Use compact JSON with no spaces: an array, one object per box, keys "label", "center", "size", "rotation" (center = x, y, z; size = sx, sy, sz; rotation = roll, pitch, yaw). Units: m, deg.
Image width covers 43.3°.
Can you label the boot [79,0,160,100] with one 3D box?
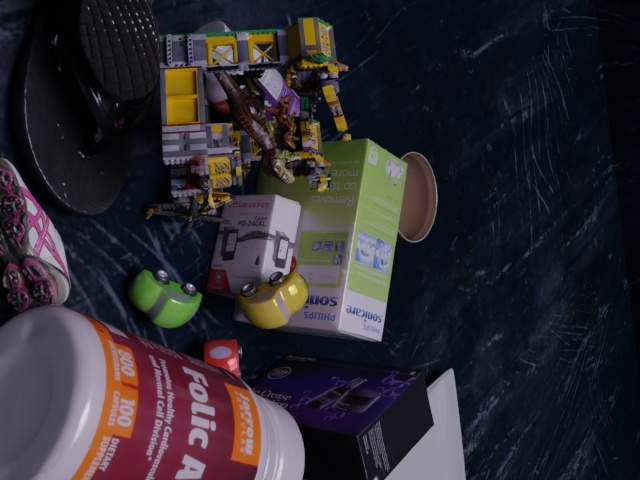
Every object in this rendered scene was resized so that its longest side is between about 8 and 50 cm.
[{"label":"boot","center":[-0.218,-0.296,0.896],"size":[0.161,0.083,0.247],"rotation":[-85,167,-61]}]

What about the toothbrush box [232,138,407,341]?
[{"label":"toothbrush box","center":[0.000,0.000,1.233],"size":[0.122,0.206,0.283],"rotation":[21,75,-51]}]

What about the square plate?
[{"label":"square plate","center":[0.187,0.473,1.615],"size":[0.347,0.049,0.344],"rotation":[-21,108,-50]}]

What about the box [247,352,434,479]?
[{"label":"box","center":[0.008,0.263,1.205],"size":[0.184,0.261,0.103],"rotation":[-29,114,-49]}]

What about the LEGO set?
[{"label":"LEGO set","center":[-0.085,-0.108,0.998],"size":[0.254,0.331,0.192],"rotation":[-1,68,-13]}]

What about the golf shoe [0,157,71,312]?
[{"label":"golf shoe","center":[-0.340,-0.007,0.922],"size":[0.086,0.067,0.186],"rotation":[-67,144,-71]}]

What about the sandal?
[{"label":"sandal","center":[-0.258,-0.252,0.973],"size":[0.167,0.107,0.446],"rotation":[16,79,-51]}]

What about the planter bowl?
[{"label":"planter bowl","center":[0.128,-0.078,1.475],"size":[0.162,0.109,0.162],"rotation":[-1,92,-51]}]

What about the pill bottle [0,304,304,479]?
[{"label":"pill bottle","center":[-0.205,0.239,0.960],"size":[0.392,0.224,0.224],"rotation":[33,65,-48]}]

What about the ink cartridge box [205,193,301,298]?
[{"label":"ink cartridge box","center":[-0.098,0.010,1.185],"size":[0.063,0.109,0.151],"rotation":[22,74,-49]}]

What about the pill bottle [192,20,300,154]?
[{"label":"pill bottle","center":[-0.111,-0.220,1.163],"size":[0.193,0.108,0.108],"rotation":[45,57,-42]}]

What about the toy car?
[{"label":"toy car","center":[-0.157,0.111,1.092],"size":[0.225,0.239,0.053],"rotation":[27,25,-26]}]
